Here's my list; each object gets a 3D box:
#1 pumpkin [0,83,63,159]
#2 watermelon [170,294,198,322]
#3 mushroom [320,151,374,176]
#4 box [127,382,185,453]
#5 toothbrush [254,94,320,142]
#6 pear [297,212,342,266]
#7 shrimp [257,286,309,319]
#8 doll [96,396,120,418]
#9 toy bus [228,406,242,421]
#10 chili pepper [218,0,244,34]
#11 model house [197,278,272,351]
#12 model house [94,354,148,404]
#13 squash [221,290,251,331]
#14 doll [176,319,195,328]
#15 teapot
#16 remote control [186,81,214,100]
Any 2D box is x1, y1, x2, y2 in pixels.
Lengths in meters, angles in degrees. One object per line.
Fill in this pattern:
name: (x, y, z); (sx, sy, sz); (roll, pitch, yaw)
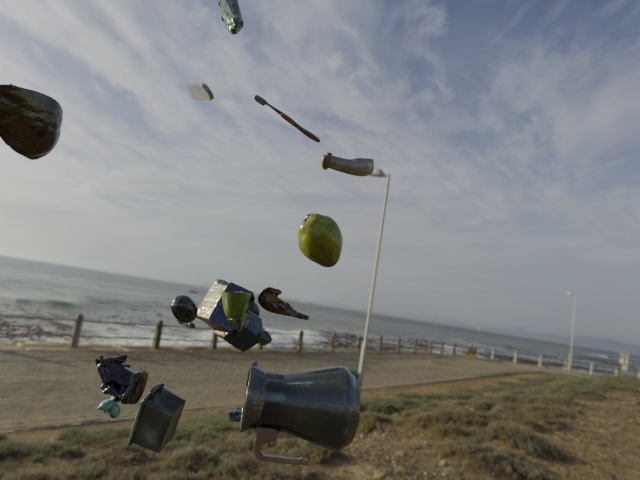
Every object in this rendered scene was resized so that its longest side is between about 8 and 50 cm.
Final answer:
pumpkin: (-0.937, -0.371, 1.430); (0.169, 0.148, 0.312); (-15, -11, -5)
watermelon: (-0.429, 0.214, 1.349); (0.078, 0.078, 0.111); (6, -39, 19)
mushroom: (0.110, -0.317, 1.799); (0.223, 0.092, 0.081); (4, -40, -7)
box: (-0.653, 0.722, 1.734); (0.134, 0.244, 0.163); (22, 10, 6)
toothbrush: (-0.132, -0.496, 1.761); (0.320, 0.031, 0.023); (30, -47, -18)
pear: (0.000, 0.000, 1.992); (0.212, 0.212, 0.269); (-1, -54, 50)
shrimp: (-0.165, 0.301, 1.993); (0.261, 0.117, 0.066); (19, 23, -7)
doll: (-0.744, 0.578, 1.594); (0.059, 0.159, 0.159); (17, 3, 32)
toy bus: (-0.377, 0.857, 2.119); (0.152, 0.061, 0.051); (-2, 2, -2)
chili pepper: (-0.241, -0.613, 1.172); (0.059, 0.088, 0.227); (-13, 39, -7)
model house: (-0.364, 0.349, 1.960); (0.280, 0.245, 0.312); (-3, -40, 50)
model house: (-0.674, 0.463, 1.437); (0.164, 0.141, 0.203); (21, -29, -3)
squash: (-0.293, 0.241, 1.469); (0.104, 0.132, 0.105); (5, -5, 0)
doll: (-0.679, 0.418, 2.160); (0.125, 0.027, 0.037); (8, -37, 27)
teapot: (-0.070, 0.531, 1.340); (0.343, 0.301, 0.253); (10, -17, -8)
remote control: (-0.520, -0.641, 1.843); (0.245, 0.022, 0.077); (28, -27, 51)
